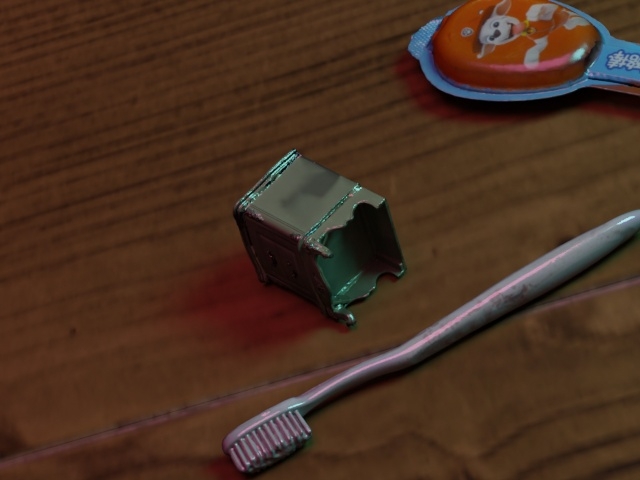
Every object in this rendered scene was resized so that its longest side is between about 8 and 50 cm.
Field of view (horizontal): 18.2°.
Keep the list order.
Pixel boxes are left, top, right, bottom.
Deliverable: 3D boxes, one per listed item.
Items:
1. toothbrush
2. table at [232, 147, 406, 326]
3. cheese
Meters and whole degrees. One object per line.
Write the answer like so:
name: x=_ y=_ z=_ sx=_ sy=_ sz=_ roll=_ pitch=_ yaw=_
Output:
toothbrush: x=0.077 y=0.061 z=1.247 sx=0.307 sy=0.025 sz=0.029 roll=-29 pitch=54 yaw=-7
table: x=0.000 y=0.000 z=1.293 sx=0.083 sy=0.079 sz=0.062 roll=28 pitch=62 yaw=35
cheese: x=0.177 y=-0.126 z=1.370 sx=0.256 sy=0.037 sz=0.106 roll=12 pitch=56 yaw=30
